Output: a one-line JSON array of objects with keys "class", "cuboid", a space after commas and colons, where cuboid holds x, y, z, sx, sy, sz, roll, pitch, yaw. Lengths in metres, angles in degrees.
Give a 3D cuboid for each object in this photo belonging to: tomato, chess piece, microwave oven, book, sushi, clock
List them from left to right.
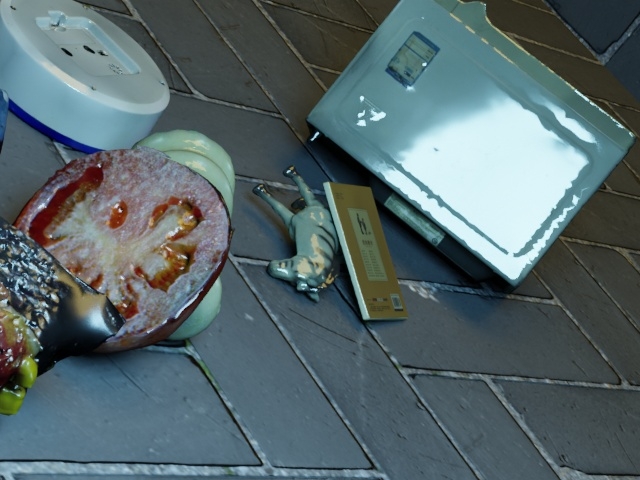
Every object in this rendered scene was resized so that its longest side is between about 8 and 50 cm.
[{"class": "sushi", "cuboid": [-0.299, 0.069, 1.528, 0.172, 0.153, 0.150, 54, 38, -17]}, {"class": "clock", "cuboid": [-0.289, -0.199, 2.116, 0.230, 0.083, 0.230, 30, 22, -14]}, {"class": "tomato", "cuboid": [-0.188, 0.020, 1.744, 0.225, 0.225, 0.085, 54, -14, 34]}, {"class": "chess piece", "cuboid": [-0.152, 0.004, 1.887, 0.133, 0.133, 0.243, 27, 31, -22]}, {"class": "book", "cuboid": [0.055, 0.014, 2.175, 0.118, 0.012, 0.172, 6, 65, -63]}, {"class": "microwave oven", "cuboid": [0.193, -0.133, 2.411, 0.355, 0.286, 0.218, 38, -2, 4]}]

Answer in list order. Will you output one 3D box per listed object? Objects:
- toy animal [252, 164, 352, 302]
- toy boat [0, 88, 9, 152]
[{"class": "toy animal", "cuboid": [0.004, -0.004, 2.179, 0.217, 0.073, 0.176, 10, 45, -57]}, {"class": "toy boat", "cuboid": [-0.427, -0.136, 1.728, 0.309, 0.129, 0.142, 0, 56, -42]}]
